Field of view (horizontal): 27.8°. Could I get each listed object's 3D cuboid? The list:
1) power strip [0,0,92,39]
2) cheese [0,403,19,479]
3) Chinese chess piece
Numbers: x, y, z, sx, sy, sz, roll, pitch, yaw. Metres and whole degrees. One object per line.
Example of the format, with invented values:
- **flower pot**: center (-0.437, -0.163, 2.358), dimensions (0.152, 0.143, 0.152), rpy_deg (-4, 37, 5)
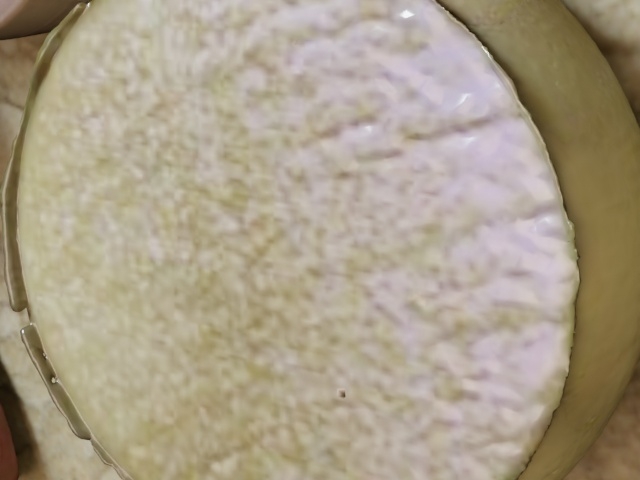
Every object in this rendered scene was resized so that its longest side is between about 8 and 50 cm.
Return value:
- **power strip**: center (-0.157, -0.166, 0.602), dimensions (0.154, 0.078, 0.154), rpy_deg (8, 106, 28)
- **cheese**: center (-0.279, 0.062, 0.712), dimensions (0.203, 0.128, 0.177), rpy_deg (-1, 99, 35)
- **Chinese chess piece**: center (0.000, 0.000, 0.529), dimensions (0.270, 0.112, 0.270), rpy_deg (8, 106, 28)
